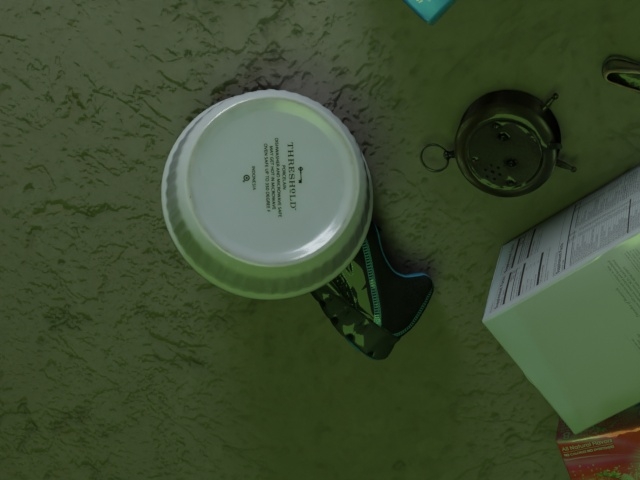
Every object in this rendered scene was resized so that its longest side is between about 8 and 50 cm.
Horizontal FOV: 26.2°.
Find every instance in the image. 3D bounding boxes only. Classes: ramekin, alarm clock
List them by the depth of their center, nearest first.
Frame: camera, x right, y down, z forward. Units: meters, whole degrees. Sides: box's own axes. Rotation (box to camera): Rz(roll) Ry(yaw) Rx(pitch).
[{"bbox_3d":[-0.064,-0.064,1.710,0.272,0.127,0.273,1,82,-5],"label":"ramekin"},{"bbox_3d":[0.214,-0.115,1.725,0.192,0.064,0.129,-9,115,24],"label":"alarm clock"}]

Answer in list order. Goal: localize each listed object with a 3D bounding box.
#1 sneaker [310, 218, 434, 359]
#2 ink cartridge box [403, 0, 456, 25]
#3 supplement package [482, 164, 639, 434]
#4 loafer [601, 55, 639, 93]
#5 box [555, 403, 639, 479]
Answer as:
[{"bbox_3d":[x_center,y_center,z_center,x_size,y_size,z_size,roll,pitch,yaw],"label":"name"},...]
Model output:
[{"bbox_3d":[0.000,0.000,1.836,0.341,0.125,0.140,43,93,-6],"label":"sneaker"},{"bbox_3d":[0.147,-0.427,1.495,0.223,0.129,0.307,42,108,-9],"label":"ink cartridge box"},{"bbox_3d":[0.371,0.062,1.694,0.262,0.198,0.199,-33,106,28],"label":"supplement package"},{"bbox_3d":[0.396,-0.187,1.642,0.125,0.039,0.045,14,120,8],"label":"loafer"},{"bbox_3d":[0.477,0.254,1.802,0.299,0.142,0.154,-15,112,23],"label":"box"}]
